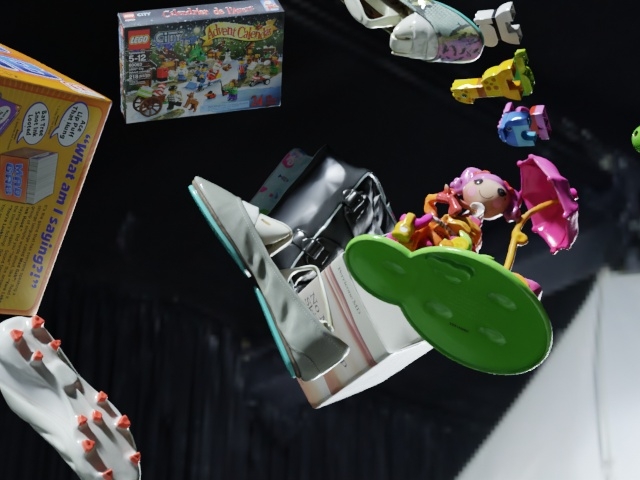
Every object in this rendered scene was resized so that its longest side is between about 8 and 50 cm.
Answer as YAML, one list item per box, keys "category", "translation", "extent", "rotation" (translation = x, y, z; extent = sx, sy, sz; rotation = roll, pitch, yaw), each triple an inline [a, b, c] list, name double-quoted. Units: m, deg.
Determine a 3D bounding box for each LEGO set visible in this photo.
- category: "LEGO set"
  translation: [0.235, -0.204, 1.953]
  extent: [0.093, 0.087, 0.227]
  rotation: [-2, -46, 26]

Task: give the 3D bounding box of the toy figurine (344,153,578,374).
- category: "toy figurine"
  translation: [0.130, -0.005, 1.131]
  extent: [0.173, 0.159, 0.130]
  rotation: [25, -37, 15]

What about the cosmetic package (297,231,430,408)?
- category: "cosmetic package"
  translation: [0.058, 0.109, 1.936]
  extent: [0.129, 0.153, 0.296]
  rotation: [-20, -13, -26]

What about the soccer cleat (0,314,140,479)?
- category: "soccer cleat"
  translation: [-0.232, 0.156, 1.300]
  extent: [0.068, 0.196, 0.076]
  rotation: [-28, -12, -48]

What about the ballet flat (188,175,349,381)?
- category: "ballet flat"
  translation: [-0.042, 0.024, 1.295]
  extent: [0.068, 0.213, 0.072]
  rotation: [-29, -10, -4]

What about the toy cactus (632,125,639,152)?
- category: "toy cactus"
  translation: [0.417, -0.084, 1.373]
  extent: [0.219, 0.180, 0.112]
  rotation: [30, 11, 24]

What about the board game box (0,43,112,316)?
- category: "board game box"
  translation: [-0.599, -0.128, 2.124]
  extent: [0.356, 0.356, 0.356]
  rotation: [28, 11, 37]

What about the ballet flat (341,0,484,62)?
- category: "ballet flat"
  translation: [0.092, -0.267, 1.731]
  extent: [0.221, 0.079, 0.077]
  rotation: [38, -40, 25]

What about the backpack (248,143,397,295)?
- category: "backpack"
  translation: [0.000, 0.000, 2.162]
  extent: [0.191, 0.225, 0.253]
  rotation: [30, -13, 34]

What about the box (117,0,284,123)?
- category: "box"
  translation: [-0.171, -0.257, 2.064]
  extent: [0.233, 0.044, 0.159]
  rotation: [-9, -50, -16]
